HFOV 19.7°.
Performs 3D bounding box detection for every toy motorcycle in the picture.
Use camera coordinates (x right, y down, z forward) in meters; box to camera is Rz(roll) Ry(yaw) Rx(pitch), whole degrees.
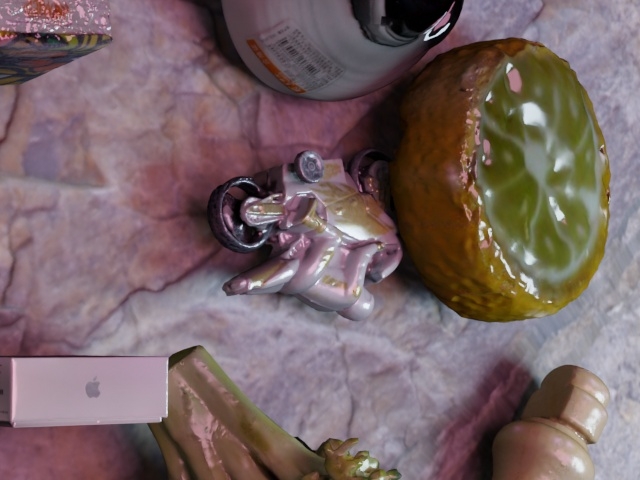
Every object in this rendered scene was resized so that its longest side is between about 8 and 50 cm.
[{"bbox_3d":[0.000,0.000,1.561,0.228,0.074,0.151,-15,91,-46],"label":"toy motorcycle"}]

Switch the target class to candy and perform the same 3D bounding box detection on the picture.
[{"bbox_3d":[0.162,-0.053,1.646,0.260,0.118,0.260,9,77,-48],"label":"candy"}]

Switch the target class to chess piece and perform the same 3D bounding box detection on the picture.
[{"bbox_3d":[0.161,0.284,1.643,0.117,0.117,0.397,44,61,-27],"label":"chess piece"}]

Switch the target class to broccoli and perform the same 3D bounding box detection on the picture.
[{"bbox_3d":[-0.067,0.199,1.437,0.243,0.263,0.247,60,23,-4],"label":"broccoli"}]

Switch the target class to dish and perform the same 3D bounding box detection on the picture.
[{"bbox_3d":[0.060,-0.233,1.525,0.273,0.134,0.273,-25,127,-39],"label":"dish"}]

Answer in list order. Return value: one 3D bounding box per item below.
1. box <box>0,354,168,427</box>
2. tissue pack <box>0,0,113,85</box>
[{"bbox_3d":[-0.201,0.110,1.363,0.129,0.130,0.051,2,87,-37],"label":"box"},{"bbox_3d":[-0.235,-0.155,1.345,0.108,0.148,0.060,-4,84,-37],"label":"tissue pack"}]
